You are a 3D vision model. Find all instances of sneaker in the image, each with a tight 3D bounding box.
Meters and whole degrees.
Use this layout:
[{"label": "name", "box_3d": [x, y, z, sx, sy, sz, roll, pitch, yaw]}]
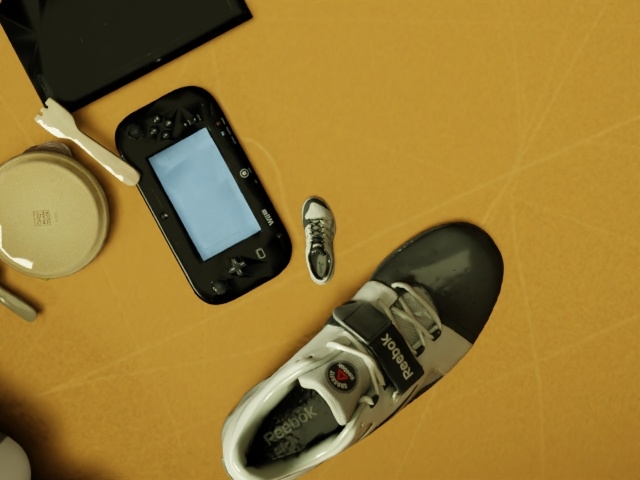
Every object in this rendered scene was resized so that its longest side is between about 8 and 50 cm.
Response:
[{"label": "sneaker", "box_3d": [0.044, 0.117, 1.819, 0.330, 0.146, 0.122, -45, 91, 3]}, {"label": "sneaker", "box_3d": [0.000, 0.000, 1.862, 0.031, 0.037, 0.083, -8, 93, 4]}]

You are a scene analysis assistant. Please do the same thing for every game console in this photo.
[{"label": "game console", "box_3d": [-0.134, -0.120, 1.853, 0.213, 0.044, 0.361, -28, 94, 3]}]

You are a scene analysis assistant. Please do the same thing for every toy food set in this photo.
[{"label": "toy food set", "box_3d": [-0.261, -0.029, 1.857, 0.132, 0.038, 0.192, 38, 105, -5]}]

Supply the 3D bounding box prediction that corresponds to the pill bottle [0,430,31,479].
[{"label": "pill bottle", "box_3d": [-0.398, 0.228, 1.802, 0.363, 0.210, 0.210, 36, 94, -1]}]
